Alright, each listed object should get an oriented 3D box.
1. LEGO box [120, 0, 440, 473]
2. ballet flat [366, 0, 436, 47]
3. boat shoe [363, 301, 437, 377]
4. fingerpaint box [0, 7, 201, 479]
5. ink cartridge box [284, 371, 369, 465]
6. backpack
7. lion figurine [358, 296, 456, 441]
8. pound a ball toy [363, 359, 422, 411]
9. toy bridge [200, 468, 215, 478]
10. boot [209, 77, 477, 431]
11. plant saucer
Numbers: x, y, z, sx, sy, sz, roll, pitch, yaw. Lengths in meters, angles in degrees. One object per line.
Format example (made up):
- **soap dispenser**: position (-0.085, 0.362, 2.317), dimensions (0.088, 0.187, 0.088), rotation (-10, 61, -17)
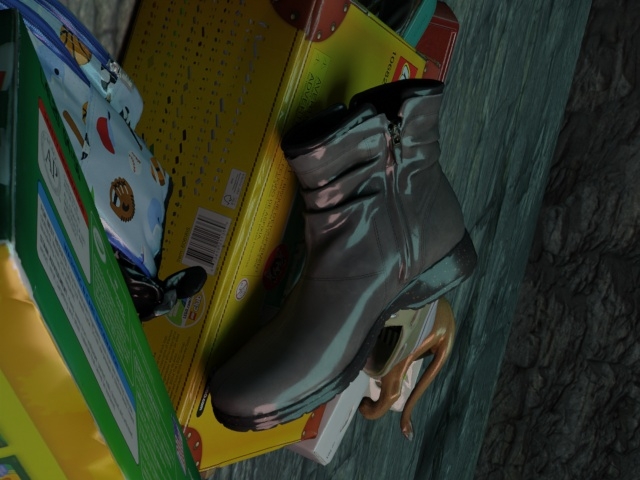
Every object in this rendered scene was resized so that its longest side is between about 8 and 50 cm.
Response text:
- **LEGO box**: position (-0.078, -0.022, 1.080), dimensions (0.372, 0.193, 0.500), rotation (10, 99, -67)
- **ballet flat**: position (0.067, -0.236, 1.348), dimensions (0.281, 0.096, 0.095), rotation (-64, 160, -16)
- **boat shoe**: position (0.090, 0.060, 1.138), dimensions (0.094, 0.109, 0.302), rotation (-53, 155, -31)
- **fingerpaint box**: position (-0.278, 0.127, 0.541), dimensions (0.445, 0.371, 0.163), rotation (81, -4, -48)
- **ink cartridge box**: position (-0.051, 0.196, 1.320), dimensions (0.140, 0.190, 0.082), rotation (-62, 156, -18)
- **backpack**: position (-0.243, -0.058, 0.624), dimensions (0.263, 0.276, 0.213), rotation (53, 29, -59)
- **lion figurine**: position (0.101, 0.065, 1.410), dimensions (0.240, 0.392, 0.142), rotation (-41, 161, 22)
- **pound a ball toy**: position (0.116, 0.166, 1.784), dimensions (0.208, 0.135, 0.319), rotation (-90, -163, -83)
- **toy bridge**: position (-0.170, 0.293, 1.298), dimensions (0.026, 0.063, 0.188), rotation (-20, 128, -61)
- **boot**: position (0.000, 0.000, 0.905), dimensions (0.338, 0.118, 0.223), rotation (-40, 126, -30)
- **plant saucer**: position (0.144, -0.260, 1.564), dimensions (0.259, 0.047, 0.259), rotation (-13, 120, -62)
